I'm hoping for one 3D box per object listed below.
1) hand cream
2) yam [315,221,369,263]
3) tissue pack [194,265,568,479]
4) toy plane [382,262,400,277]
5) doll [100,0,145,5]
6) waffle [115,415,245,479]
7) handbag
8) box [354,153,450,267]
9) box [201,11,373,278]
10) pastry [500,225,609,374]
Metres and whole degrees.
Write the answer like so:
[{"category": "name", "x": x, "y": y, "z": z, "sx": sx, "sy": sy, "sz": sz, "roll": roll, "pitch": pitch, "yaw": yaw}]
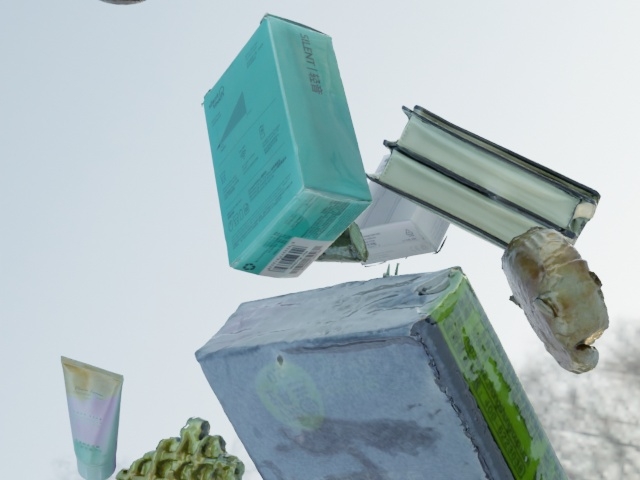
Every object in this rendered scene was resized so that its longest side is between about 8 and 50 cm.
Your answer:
[{"category": "hand cream", "x": -0.259, "y": 0.203, "z": 1.332, "sx": 0.047, "sy": 0.076, "sz": 0.174, "roll": -63, "pitch": -15, "yaw": -49}, {"category": "yam", "x": 0.000, "y": 0.000, "z": 1.705, "sx": 0.070, "sy": 0.146, "sz": 0.069, "roll": 3, "pitch": -90, "yaw": -65}, {"category": "tissue pack", "x": 0.087, "y": 0.226, "z": 1.125, "sx": 0.124, "sy": 0.288, "sz": 0.394, "roll": -47, "pitch": -63, "yaw": -44}, {"category": "toy plane", "x": 0.146, "y": 0.099, "z": 2.440, "sx": 0.111, "sy": 0.040, "sz": 0.102, "roll": -100, "pitch": 24, "yaw": -53}, {"category": "doll", "x": -0.199, "y": -0.334, "z": 1.219, "sx": 0.145, "sy": 0.188, "sz": 0.096, "roll": 47, "pitch": -169, "yaw": -3}, {"category": "waffle", "x": -0.181, "y": 0.340, "z": 1.435, "sx": 0.223, "sy": 0.204, "sz": 0.054, "roll": -37, "pitch": -48, "yaw": 5}, {"category": "handbag", "x": 0.280, "y": -0.087, "z": 1.980, "sx": 0.160, "sy": 0.359, "sz": 0.237, "roll": -62, "pitch": -12, "yaw": 2}, {"category": "box", "x": 0.181, "y": -0.077, "z": 2.382, "sx": 0.106, "sy": 0.203, "sz": 0.251, "roll": 49, "pitch": -128, "yaw": -25}, {"category": "box", "x": -0.053, "y": -0.129, "z": 1.623, "sx": 0.118, "sy": 0.205, "sz": 0.311, "roll": 12, "pitch": -130, "yaw": -34}, {"category": "pastry", "x": 0.338, "y": 0.079, "z": 1.673, "sx": 0.100, "sy": 0.229, "sz": 0.218, "roll": -29, "pitch": -35, "yaw": -2}]
